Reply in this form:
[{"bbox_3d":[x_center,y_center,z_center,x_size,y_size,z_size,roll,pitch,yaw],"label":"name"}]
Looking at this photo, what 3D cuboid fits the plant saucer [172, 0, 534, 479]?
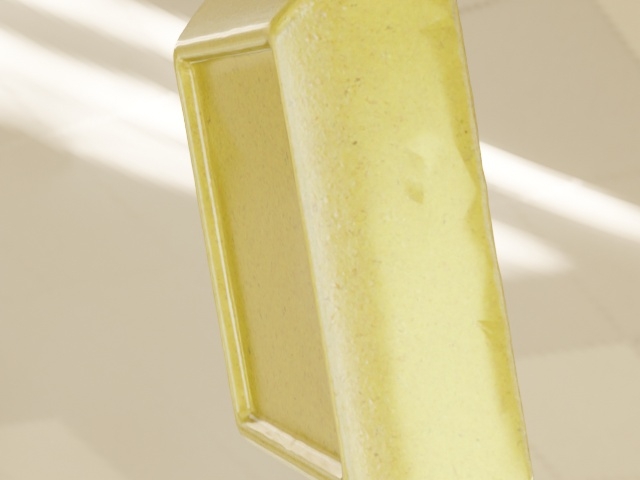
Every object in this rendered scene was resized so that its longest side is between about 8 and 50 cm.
[{"bbox_3d":[0.000,0.000,1.060,0.081,0.332,0.333,-12,-174,-15],"label":"plant saucer"}]
